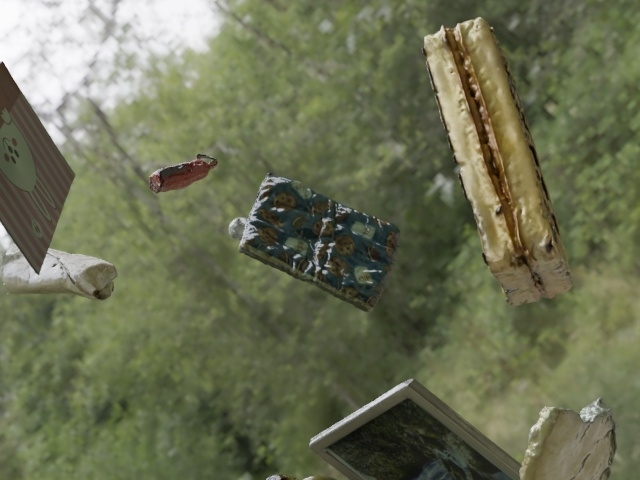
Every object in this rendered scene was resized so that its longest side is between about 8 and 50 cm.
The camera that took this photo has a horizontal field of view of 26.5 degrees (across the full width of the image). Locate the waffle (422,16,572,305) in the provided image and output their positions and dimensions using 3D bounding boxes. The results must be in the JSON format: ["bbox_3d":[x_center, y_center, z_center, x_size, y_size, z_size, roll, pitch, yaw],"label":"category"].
[{"bbox_3d":[0.253,-0.110,1.950,0.114,0.376,0.261,-18,-16,13],"label":"waffle"}]

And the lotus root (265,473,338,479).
[{"bbox_3d":[0.015,0.443,1.930,0.173,0.173,0.309,-41,-55,-14],"label":"lotus root"}]

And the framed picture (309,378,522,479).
[{"bbox_3d":[0.170,0.332,1.874,0.240,0.324,0.020,-37,19,43],"label":"framed picture"}]

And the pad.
[{"bbox_3d":[-0.399,-0.103,1.797,0.005,0.202,0.300,-24,25,12],"label":"pad"}]

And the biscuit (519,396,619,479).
[{"bbox_3d":[0.292,0.266,1.581,0.188,0.040,0.265,-51,-37,-18],"label":"biscuit"}]

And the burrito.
[{"bbox_3d":[-0.404,0.051,2.060,0.060,0.226,0.087,52,-127,-46],"label":"burrito"}]

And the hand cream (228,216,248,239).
[{"bbox_3d":[-0.123,-0.024,2.416,0.143,0.061,0.039,-18,-55,-76],"label":"hand cream"}]

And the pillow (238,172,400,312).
[{"bbox_3d":[0.002,-0.001,2.244,0.034,0.255,0.189,119,173,-50],"label":"pillow"}]

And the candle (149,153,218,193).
[{"bbox_3d":[-0.251,-0.125,2.509,0.162,0.048,0.053,-22,-54,-44],"label":"candle"}]
